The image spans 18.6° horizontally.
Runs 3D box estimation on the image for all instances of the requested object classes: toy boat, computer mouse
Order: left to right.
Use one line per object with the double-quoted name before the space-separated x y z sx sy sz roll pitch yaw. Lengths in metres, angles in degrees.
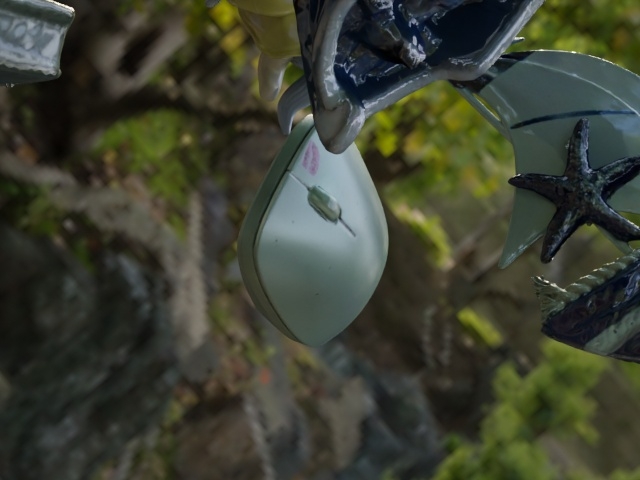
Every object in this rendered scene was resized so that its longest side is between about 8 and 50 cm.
"computer mouse" 0.006 0.003 1.720 0.097 0.159 0.288 26 -16 13
"toy boat" 0.097 -0.160 0.822 0.129 0.309 0.142 28 18 -49
"toy boat" 0.180 -0.029 1.314 0.292 0.210 0.070 24 -26 15

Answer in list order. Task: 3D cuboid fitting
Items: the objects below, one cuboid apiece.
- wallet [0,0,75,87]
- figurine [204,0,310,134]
"wallet" -0.331 -0.143 1.170 0.252 0.083 0.360 3 -1 30
"figurine" -0.028 -0.196 1.541 0.208 0.128 0.184 64 3 8
